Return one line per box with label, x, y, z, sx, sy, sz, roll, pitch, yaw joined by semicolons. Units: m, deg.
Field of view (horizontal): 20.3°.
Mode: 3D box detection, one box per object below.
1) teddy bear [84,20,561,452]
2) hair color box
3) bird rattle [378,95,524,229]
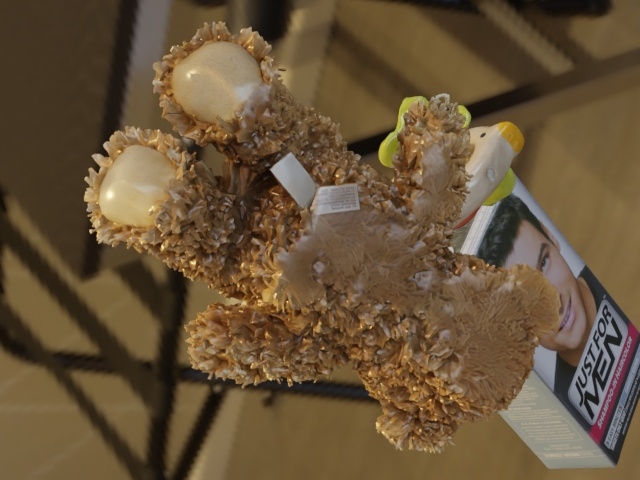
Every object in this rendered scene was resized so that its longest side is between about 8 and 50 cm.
teddy bear;0.000;0.000;1.228;0.113;0.338;0.245;179;108;-71
hair color box;0.264;0.106;2.243;0.114;0.185;0.374;-9;134;43
bird rattle;0.093;-0.047;1.755;0.207;0.253;0.143;-20;106;55
